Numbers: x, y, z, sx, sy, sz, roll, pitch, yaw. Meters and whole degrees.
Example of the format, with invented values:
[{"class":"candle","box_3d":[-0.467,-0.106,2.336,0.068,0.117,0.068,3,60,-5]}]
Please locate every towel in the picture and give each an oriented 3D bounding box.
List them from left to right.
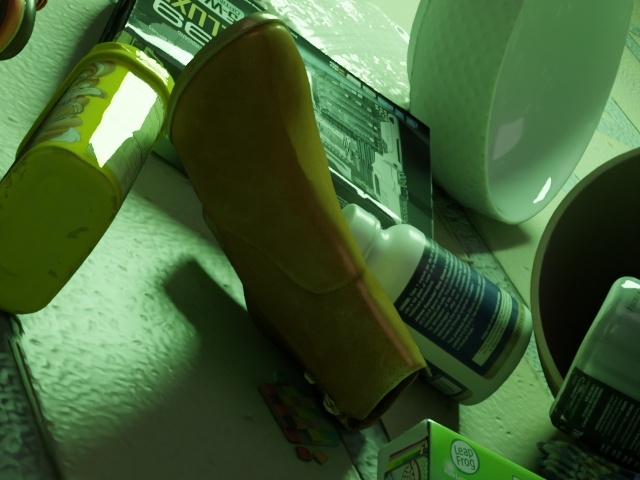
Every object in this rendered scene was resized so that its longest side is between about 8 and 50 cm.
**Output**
[{"class":"towel","box_3d":[0.046,-0.189,1.700,0.187,0.049,0.282,47,24,16]},{"class":"towel","box_3d":[0.269,0.208,1.161,0.209,0.034,0.285,27,-3,-1]}]

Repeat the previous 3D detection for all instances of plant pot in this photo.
[{"class":"plant pot","box_3d":[0.283,0.090,1.294,0.256,0.256,0.274,48,-12,17]}]

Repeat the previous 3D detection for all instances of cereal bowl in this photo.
[{"class":"cereal bowl","box_3d":[0.185,-0.194,1.618,0.141,0.339,0.339,21,13,26]}]

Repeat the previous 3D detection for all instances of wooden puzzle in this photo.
[{"class":"wooden puzzle","box_3d":[-0.014,0.119,1.102,0.049,0.006,0.083,12,36,-49]}]

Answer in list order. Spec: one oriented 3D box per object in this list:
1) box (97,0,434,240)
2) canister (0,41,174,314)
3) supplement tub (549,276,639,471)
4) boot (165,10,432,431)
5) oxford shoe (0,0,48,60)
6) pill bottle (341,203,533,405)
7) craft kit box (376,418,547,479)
[{"class":"box","box_3d":[-0.045,-0.107,1.371,0.307,0.076,0.242,35,24,-14]},{"class":"canister","box_3d":[-0.157,-0.041,1.017,0.073,0.126,0.170,36,25,-11]},{"class":"supplement tub","box_3d":[0.260,0.114,1.079,0.190,0.117,0.117,27,21,10]},{"class":"boot","box_3d":[-0.001,0.001,1.053,0.211,0.104,0.295,52,-17,20]},{"class":"oxford shoe","box_3d":[-0.236,-0.211,1.245,0.098,0.097,0.271,32,23,-34]},{"class":"pill bottle","box_3d":[0.073,0.046,1.256,0.169,0.094,0.094,35,23,-14]},{"class":"craft kit box","box_3d":[0.138,0.260,0.939,0.250,0.061,0.247,30,45,-25]}]
